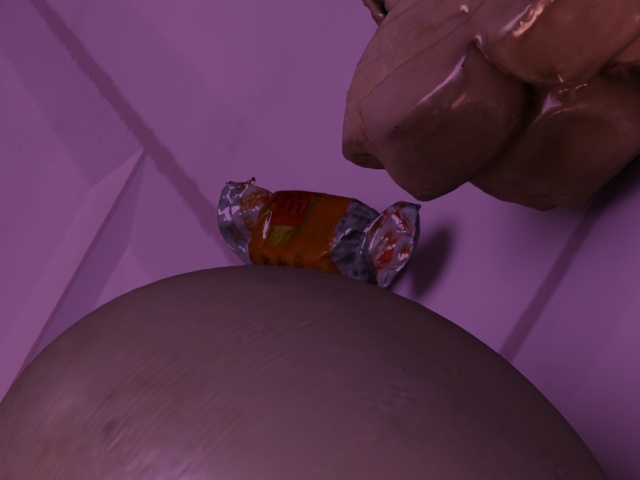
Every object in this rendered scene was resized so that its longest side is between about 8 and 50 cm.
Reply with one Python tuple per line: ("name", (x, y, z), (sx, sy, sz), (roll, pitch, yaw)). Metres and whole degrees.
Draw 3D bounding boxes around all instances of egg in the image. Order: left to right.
("egg", (-0.004, 0.122, 0.639), (0.295, 0.218, 0.218), (15, 80, 50))

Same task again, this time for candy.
("candy", (0.000, 0.000, 0.924), (0.182, 0.046, 0.053), (14, 76, 58))

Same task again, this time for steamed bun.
("steamed bun", (0.092, -0.094, 0.780), (0.192, 0.106, 0.177), (-48, 26, 13))
